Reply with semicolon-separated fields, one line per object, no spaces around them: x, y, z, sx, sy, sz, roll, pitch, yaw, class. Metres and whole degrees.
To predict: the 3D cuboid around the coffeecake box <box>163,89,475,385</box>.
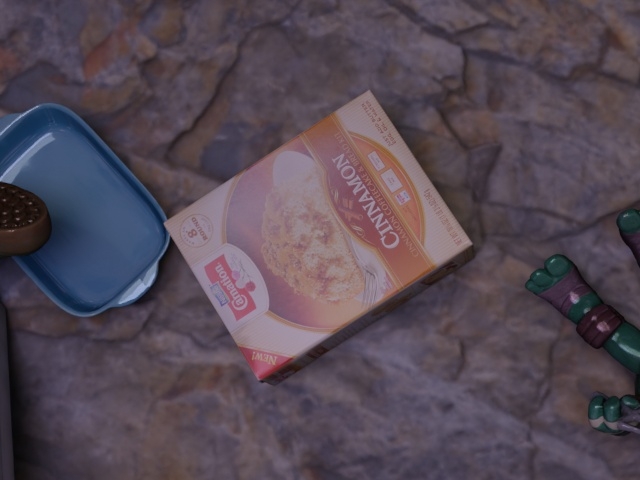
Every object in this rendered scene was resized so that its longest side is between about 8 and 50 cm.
0.000;0.000;1.033;0.185;0.068;0.142;-33;78;2;coffeecake box

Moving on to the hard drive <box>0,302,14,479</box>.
-0.314;0.178;0.969;0.203;0.040;0.307;-24;40;4;hard drive

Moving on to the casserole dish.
-0.196;-0.022;1.083;0.114;0.037;0.188;-44;77;-1;casserole dish

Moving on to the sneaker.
-0.275;0.001;1.052;0.192;0.064;0.086;13;125;31;sneaker

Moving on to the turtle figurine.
0.254;0.093;0.954;0.175;0.118;0.234;-24;60;-13;turtle figurine
